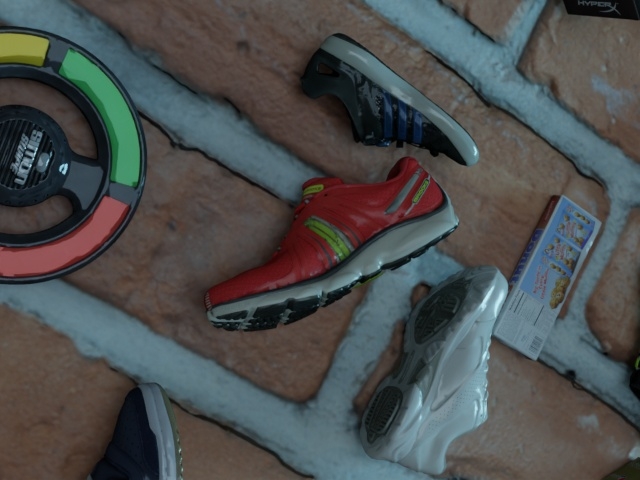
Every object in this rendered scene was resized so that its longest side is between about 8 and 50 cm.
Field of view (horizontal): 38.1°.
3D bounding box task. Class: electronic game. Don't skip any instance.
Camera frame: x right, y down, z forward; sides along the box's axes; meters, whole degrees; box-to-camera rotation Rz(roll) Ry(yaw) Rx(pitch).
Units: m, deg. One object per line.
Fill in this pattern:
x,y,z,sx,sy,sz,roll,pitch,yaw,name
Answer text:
-0.269,-0.075,0.823,0.229,0.048,0.229,0,89,-21,electronic game

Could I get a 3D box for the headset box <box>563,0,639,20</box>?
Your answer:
0.320,-0.415,0.962,0.218,0.110,0.293,-42,123,-16,headset box

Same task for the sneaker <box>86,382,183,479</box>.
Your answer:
-0.211,0.266,0.817,0.153,0.099,0.282,4,91,-23,sneaker

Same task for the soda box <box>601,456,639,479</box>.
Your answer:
0.392,0.347,1.070,0.061,0.058,0.181,-25,98,-19,soda box

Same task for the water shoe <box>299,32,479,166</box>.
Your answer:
0.070,-0.126,0.953,0.203,0.073,0.080,36,99,-13,water shoe

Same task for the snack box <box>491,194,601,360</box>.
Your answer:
0.250,0.040,1.036,0.064,0.022,0.178,32,79,-17,snack box

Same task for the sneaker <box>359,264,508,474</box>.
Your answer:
0.138,0.137,0.968,0.115,0.090,0.232,32,88,-25,sneaker

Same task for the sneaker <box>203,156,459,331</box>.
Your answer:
0.000,0.000,0.916,0.279,0.107,0.118,-25,80,-22,sneaker

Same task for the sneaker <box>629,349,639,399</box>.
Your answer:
0.401,0.142,1.061,0.097,0.084,0.235,-14,95,-19,sneaker
